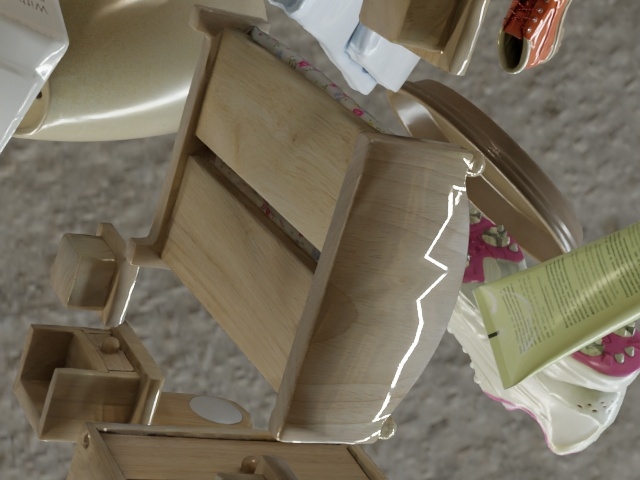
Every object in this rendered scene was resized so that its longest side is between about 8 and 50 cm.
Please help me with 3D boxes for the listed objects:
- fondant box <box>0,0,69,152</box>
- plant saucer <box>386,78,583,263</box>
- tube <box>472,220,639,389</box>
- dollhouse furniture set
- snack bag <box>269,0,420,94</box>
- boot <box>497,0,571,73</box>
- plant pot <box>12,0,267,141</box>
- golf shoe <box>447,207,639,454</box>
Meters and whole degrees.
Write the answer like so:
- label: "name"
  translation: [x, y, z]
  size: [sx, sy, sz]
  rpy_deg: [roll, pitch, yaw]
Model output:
- label: "fondant box"
  translation: [-0.237, -0.170, 0.562]
  size: [0.238, 0.330, 0.096]
  rpy_deg: [20, 121, -33]
- label: "plant saucer"
  translation: [0.177, -0.072, 1.624]
  size: [0.041, 0.278, 0.278]
  rpy_deg: [-45, 123, -3]
- label: "tube"
  translation: [0.231, 0.024, 1.165]
  size: [0.240, 0.070, 0.062]
  rpy_deg: [-27, 103, 17]
- label: "dollhouse furniture set"
  translation: [0.000, 0.000, 0.796]
  size: [0.174, 0.303, 0.355]
  rpy_deg: [7, 111, -31]
- label: "snack bag"
  translation: [0.097, -0.235, 0.880]
  size: [0.037, 0.342, 0.323]
  rpy_deg: [34, 93, 8]
- label: "boot"
  translation: [0.231, -0.254, 1.670]
  size: [0.084, 0.059, 0.158]
  rpy_deg: [-32, 136, -45]
- label: "plant pot"
  translation: [-0.241, -0.210, 1.678]
  size: [0.274, 0.256, 0.256]
  rpy_deg: [-29, 138, -47]
- label: "golf shoe"
  translation: [0.152, 0.074, 1.403]
  size: [0.115, 0.306, 0.140]
  rpy_deg: [-14, 130, -35]
